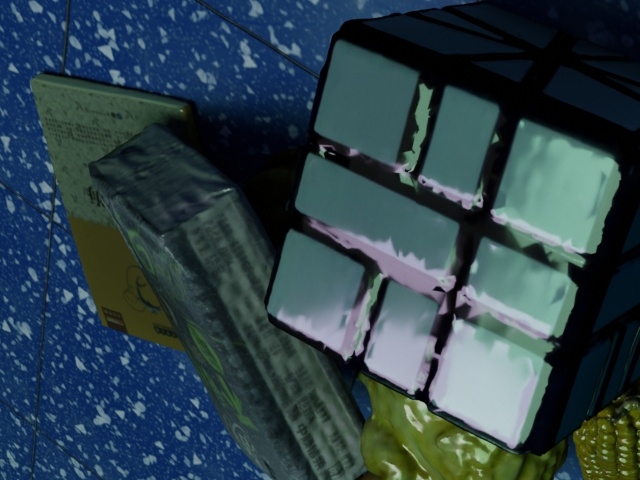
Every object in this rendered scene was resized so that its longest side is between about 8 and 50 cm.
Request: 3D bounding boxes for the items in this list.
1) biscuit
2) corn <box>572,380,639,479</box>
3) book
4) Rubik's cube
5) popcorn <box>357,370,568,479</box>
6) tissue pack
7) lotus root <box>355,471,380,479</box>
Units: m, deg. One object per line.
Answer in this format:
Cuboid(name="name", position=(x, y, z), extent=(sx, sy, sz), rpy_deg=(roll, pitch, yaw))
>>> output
Cuboid(name="biscuit", position=(0.000, 0.000, 1.658), extent=(0.220, 0.066, 0.220), rpy_deg=(26, 139, 25))
Cuboid(name="corn", position=(0.317, 0.248, 1.514), extent=(0.102, 0.102, 0.313), rpy_deg=(19, 142, 32))
Cuboid(name="book", position=(-0.226, -0.022, 1.875), extent=(0.269, 0.032, 0.389), rpy_deg=(13, 129, 35))
Cuboid(name="Rubik's cube", position=(0.158, -0.027, 1.261), extent=(0.293, 0.288, 0.283), rpy_deg=(23, 112, 25))
Cuboid(name="popcorn", position=(0.162, 0.183, 1.568), extent=(0.255, 0.195, 0.256), rpy_deg=(-14, 112, 38))
Cuboid(name="tissue pack", position=(-0.103, 0.083, 1.668), extent=(0.288, 0.124, 0.394), rpy_deg=(37, 155, 60))
Cuboid(name="lotus root", position=(0.116, 0.350, 1.765), extent=(0.310, 0.183, 0.183), rpy_deg=(25, 136, 35))
